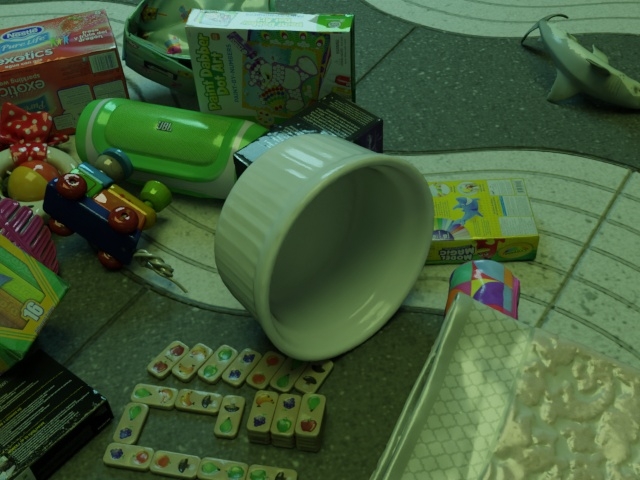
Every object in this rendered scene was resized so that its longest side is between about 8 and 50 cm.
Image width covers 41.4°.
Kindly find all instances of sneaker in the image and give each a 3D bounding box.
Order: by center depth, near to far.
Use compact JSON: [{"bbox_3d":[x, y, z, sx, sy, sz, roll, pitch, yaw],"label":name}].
[{"bbox_3d":[-0.481,-0.013,1.189,0.252,0.111,0.103,44,26,-9],"label":"sneaker"}]

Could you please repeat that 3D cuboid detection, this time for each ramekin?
[{"bbox_3d":[0.000,0.000,1.070,0.277,0.277,0.135,-32,44,-26],"label":"ramekin"}]

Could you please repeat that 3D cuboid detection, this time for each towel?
[{"bbox_3d":[0.223,0.248,0.870,0.317,0.053,0.332,25,64,8],"label":"towel"}]

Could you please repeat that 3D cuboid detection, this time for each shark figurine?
[{"bbox_3d":[0.420,-0.302,1.468,0.166,0.116,0.278,2,42,-46],"label":"shark figurine"}]

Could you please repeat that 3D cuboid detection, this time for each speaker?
[{"bbox_3d":[-0.226,-0.144,1.325,0.296,0.131,0.131,12,47,15],"label":"speaker"}]

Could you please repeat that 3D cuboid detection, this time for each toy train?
[{"bbox_3d":[-0.262,-0.031,1.234,0.248,0.105,0.143,33,46,3],"label":"toy train"}]

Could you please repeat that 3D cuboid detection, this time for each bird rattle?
[{"bbox_3d":[-0.466,-0.095,1.327,0.207,0.143,0.253,27,38,13],"label":"bird rattle"}]

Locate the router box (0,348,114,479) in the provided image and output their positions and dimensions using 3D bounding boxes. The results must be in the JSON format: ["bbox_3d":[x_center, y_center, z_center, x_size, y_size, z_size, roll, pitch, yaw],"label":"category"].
[{"bbox_3d":[-0.360,0.227,1.016,0.133,0.046,0.179,29,53,29],"label":"router box"}]

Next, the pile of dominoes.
[{"bbox_3d":[-0.118,0.198,1.035,0.251,0.040,0.196,6,46,9],"label":"pile of dominoes"}]

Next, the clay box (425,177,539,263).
[{"bbox_3d":[0.193,-0.028,1.233,0.222,0.053,0.127,-3,45,2],"label":"clay box"}]

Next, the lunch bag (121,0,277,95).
[{"bbox_3d":[-0.207,-0.343,1.443,0.262,0.160,0.223,-13,3,-12],"label":"lunch bag"}]

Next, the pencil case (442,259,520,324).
[{"bbox_3d":[0.199,0.133,1.040,0.104,0.104,0.236,4,47,8],"label":"pencil case"}]

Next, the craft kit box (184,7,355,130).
[{"bbox_3d":[-0.069,-0.237,1.321,0.246,0.250,0.061,5,47,9],"label":"craft kit box"}]

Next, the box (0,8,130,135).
[{"bbox_3d":[-0.488,-0.270,1.450,0.300,0.154,0.142,-16,46,-10],"label":"box"}]

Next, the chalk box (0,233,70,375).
[{"bbox_3d":[-0.452,0.061,1.054,0.213,0.132,0.132,40,44,-20],"label":"chalk box"}]

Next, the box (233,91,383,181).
[{"bbox_3d":[-0.014,-0.095,1.244,0.108,0.153,0.207,34,57,31],"label":"box"}]
